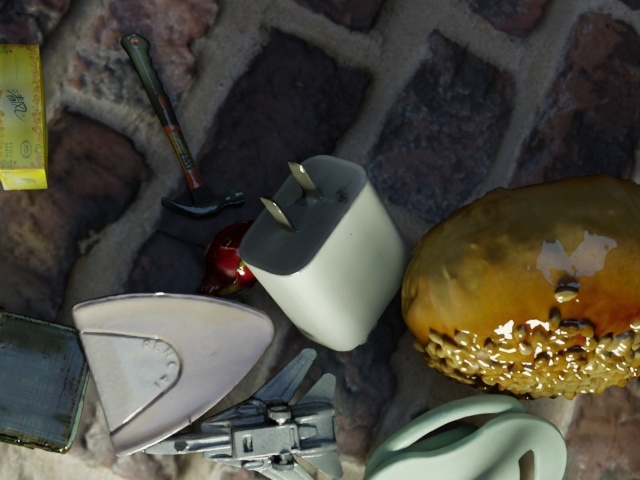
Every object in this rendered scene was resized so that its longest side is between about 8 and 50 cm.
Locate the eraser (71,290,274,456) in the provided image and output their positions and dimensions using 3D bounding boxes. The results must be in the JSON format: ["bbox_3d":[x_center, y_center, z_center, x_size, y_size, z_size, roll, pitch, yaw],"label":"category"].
[{"bbox_3d":[-0.180,0.148,1.229,0.243,0.059,0.204,-16,88,-14],"label":"eraser"}]

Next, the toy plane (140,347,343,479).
[{"bbox_3d":[-0.106,0.258,1.228,0.267,0.088,0.212,-5,92,-13],"label":"toy plane"}]

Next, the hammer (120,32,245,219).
[{"bbox_3d":[-0.211,-0.163,1.328,0.111,0.033,0.287,-22,83,-18],"label":"hammer"}]

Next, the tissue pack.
[{"bbox_3d":[-0.398,-0.163,1.249,0.062,0.095,0.176,-2,78,-13],"label":"tissue pack"}]

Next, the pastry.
[{"bbox_3d":[0.309,0.077,1.230,0.410,0.409,0.245,-1,68,-14],"label":"pastry"}]

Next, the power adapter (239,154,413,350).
[{"bbox_3d":[0.000,0.000,1.225,0.187,0.124,0.255,-55,138,-19],"label":"power adapter"}]

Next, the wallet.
[{"bbox_3d":[-0.450,0.156,1.177,0.317,0.044,0.169,16,69,-17],"label":"wallet"}]

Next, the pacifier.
[{"bbox_3d":[0.192,0.353,1.182,0.343,0.269,0.288,-21,125,-15],"label":"pacifier"}]

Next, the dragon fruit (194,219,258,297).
[{"bbox_3d":[-0.131,0.043,1.276,0.094,0.094,0.190,45,83,-1],"label":"dragon fruit"}]
